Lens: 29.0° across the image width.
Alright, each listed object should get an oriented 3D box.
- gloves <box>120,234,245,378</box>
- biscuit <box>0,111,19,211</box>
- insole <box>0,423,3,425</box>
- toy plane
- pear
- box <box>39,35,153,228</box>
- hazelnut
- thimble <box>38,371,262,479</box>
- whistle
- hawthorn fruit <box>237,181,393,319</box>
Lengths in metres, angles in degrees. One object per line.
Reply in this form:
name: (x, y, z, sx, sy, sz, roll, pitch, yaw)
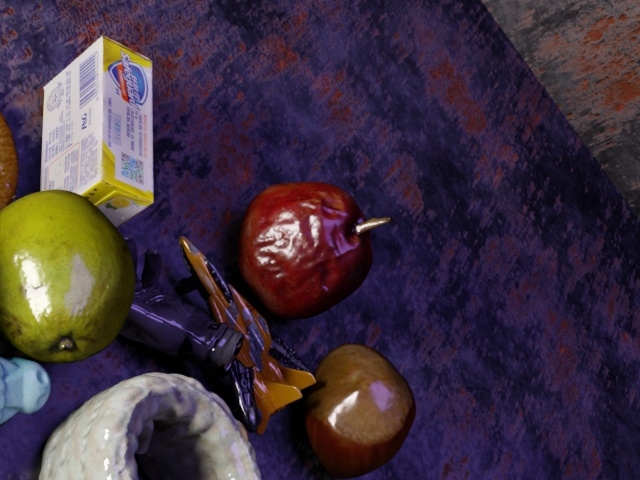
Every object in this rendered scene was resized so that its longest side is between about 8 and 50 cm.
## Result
gloves: (-0.238, 0.104, 1.808, 0.285, 0.119, 0.142, 44, 20, -8)
biscuit: (-0.542, -0.129, 1.671, 0.305, 0.038, 0.305, 28, 47, -34)
insole: (-0.498, 0.251, 1.491, 0.119, 0.009, 0.348, 59, 36, -5)
toy plane: (-0.143, 0.136, 1.931, 0.316, 0.103, 0.204, 52, 34, -1)
pear: (-0.350, 0.050, 1.637, 0.212, 0.212, 0.269, 29, 22, -36)
box: (-0.332, -0.146, 1.832, 0.097, 0.168, 0.265, 23, 49, -38)
hazelnut: (0.071, 0.278, 2.008, 0.210, 0.186, 0.210, 29, 46, -36)
thimble: (-0.216, 0.329, 1.623, 0.292, 0.195, 0.291, 28, 47, -35)
whistle: (-0.446, 0.187, 1.512, 0.274, 0.093, 0.186, -4, 98, -49)
hawthorn fruit: (0.000, 0.000, 2.059, 0.210, 0.266, 0.230, 5, 65, -70)
